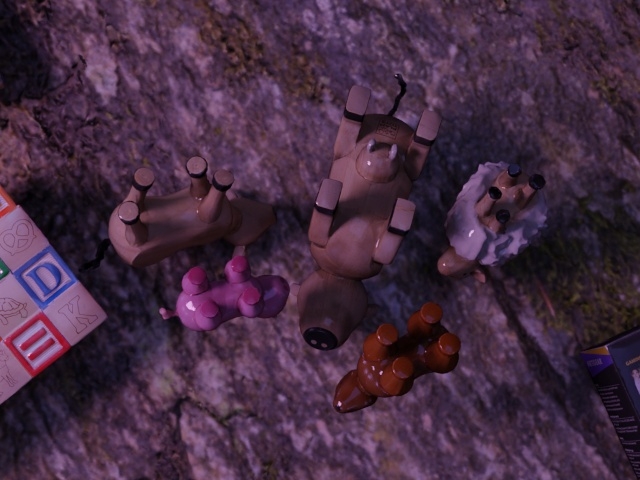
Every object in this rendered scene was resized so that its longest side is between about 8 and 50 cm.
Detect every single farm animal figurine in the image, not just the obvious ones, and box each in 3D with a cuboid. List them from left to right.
[{"bbox_3d":[0.000,0.000,1.265,0.330,0.172,0.326,34,66,7],"label":"farm animal figurine"}]

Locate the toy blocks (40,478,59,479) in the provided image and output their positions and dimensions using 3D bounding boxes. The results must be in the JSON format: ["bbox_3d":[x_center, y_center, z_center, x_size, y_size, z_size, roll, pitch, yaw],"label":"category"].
[{"bbox_3d":[-0.288,0.290,1.226,0.123,0.054,0.148,-3,81,-7],"label":"toy blocks"}]

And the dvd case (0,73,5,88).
[{"bbox_3d":[-0.422,-0.173,1.281,0.221,0.018,0.164,-21,71,-7],"label":"dvd case"}]

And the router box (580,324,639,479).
[{"bbox_3d":[0.442,0.154,1.330,0.309,0.081,0.242,-22,85,-10],"label":"router box"}]

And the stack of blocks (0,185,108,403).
[{"bbox_3d":[-0.359,0.093,1.214,0.297,0.087,0.171,-40,101,-11],"label":"stack of blocks"}]
